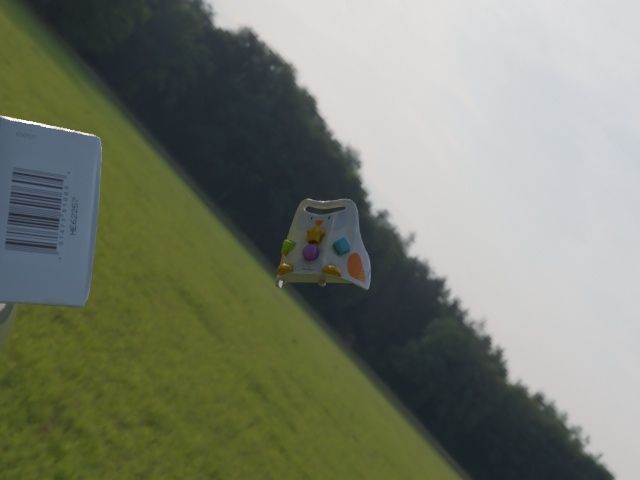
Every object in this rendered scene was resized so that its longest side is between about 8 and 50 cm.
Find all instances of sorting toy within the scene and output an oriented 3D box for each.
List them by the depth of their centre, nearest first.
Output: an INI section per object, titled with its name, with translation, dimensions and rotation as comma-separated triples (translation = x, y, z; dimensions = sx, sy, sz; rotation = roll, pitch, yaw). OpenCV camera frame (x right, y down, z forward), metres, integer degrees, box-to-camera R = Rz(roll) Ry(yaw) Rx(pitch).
[sorting toy]
translation = 0.000, 0.000, 0.905
dimensions = 0.083, 0.075, 0.045
rotation = 0, -23, 22

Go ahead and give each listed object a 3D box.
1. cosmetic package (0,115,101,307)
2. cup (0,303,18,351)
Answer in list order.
[cosmetic package]
translation = -0.255, -0.017, 0.734
dimensions = 0.231, 0.117, 0.086
rotation = 3, -4, 43
[cup]
translation = -0.516, 0.036, 1.328
dimensions = 0.331, 0.331, 0.237
rotation = 48, -32, -8
